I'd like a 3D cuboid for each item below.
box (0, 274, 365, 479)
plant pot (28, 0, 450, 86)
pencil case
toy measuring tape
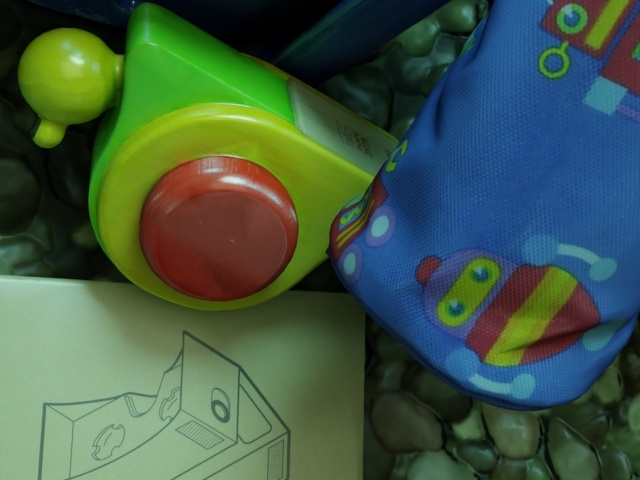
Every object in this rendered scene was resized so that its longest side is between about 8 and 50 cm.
[{"bbox_3d":[-0.077,0.101,0.512,0.201,0.021,0.164,4,80,-15],"label":"box"},{"bbox_3d":[-0.025,-0.208,0.471,0.212,0.236,0.235,28,74,-17],"label":"plant pot"},{"bbox_3d":[0.111,-0.086,0.366,0.119,0.133,0.306,28,115,2],"label":"pencil case"},{"bbox_3d":[0.000,0.000,0.518,0.330,0.121,0.121,27,74,-25],"label":"toy measuring tape"}]
